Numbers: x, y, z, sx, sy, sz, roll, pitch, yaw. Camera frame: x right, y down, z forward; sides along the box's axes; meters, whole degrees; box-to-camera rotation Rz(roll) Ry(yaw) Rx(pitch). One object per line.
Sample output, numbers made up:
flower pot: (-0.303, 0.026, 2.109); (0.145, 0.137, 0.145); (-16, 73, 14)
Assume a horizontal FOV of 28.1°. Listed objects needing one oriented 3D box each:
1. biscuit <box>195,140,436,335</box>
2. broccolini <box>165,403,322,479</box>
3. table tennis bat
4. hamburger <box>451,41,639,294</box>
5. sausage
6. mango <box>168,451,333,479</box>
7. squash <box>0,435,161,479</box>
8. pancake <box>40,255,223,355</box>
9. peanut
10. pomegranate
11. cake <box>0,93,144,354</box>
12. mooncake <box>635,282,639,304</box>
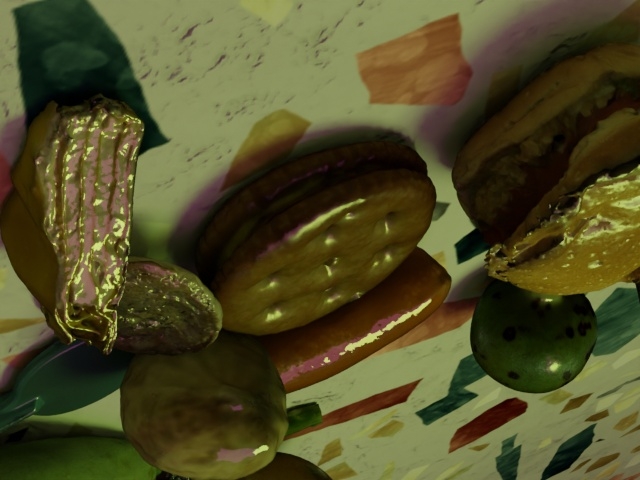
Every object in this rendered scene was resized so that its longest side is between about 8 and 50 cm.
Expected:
biscuit: (0.000, 0.000, 1.069); (0.220, 0.066, 0.220); (-23, 155, -11)
broccolini: (-0.079, 0.230, 1.431); (0.216, 0.058, 0.067); (-7, 145, -38)
table tennis bat: (-0.240, 0.131, 1.117); (0.201, 0.033, 0.124); (-28, 153, -6)
hamburger: (0.232, -0.059, 1.089); (0.244, 0.163, 0.244); (-16, 154, -8)
sausage: (0.010, 0.079, 1.201); (0.238, 0.098, 0.098); (-29, 155, -3)
mango: (-0.123, 0.341, 1.457); (0.317, 0.173, 0.211); (-9, -168, -14)
squash: (-0.257, 0.242, 1.194); (0.118, 0.118, 0.370); (-36, 169, 17)
pancake: (-0.148, 0.052, 1.008); (0.152, 0.025, 0.151); (5, 151, 3)
peanut: (-0.100, 0.137, 1.095); (0.140, 0.159, 0.109); (11, 121, -17)
pomegranate: (0.229, 0.079, 1.390); (0.148, 0.148, 0.169); (-15, 115, -26)
cake: (-0.166, -0.001, 0.857); (0.080, 0.116, 0.185); (-3, 150, -39)
mooncake: (0.483, 0.036, 1.382); (0.290, 0.161, 0.290); (-14, -162, 5)
